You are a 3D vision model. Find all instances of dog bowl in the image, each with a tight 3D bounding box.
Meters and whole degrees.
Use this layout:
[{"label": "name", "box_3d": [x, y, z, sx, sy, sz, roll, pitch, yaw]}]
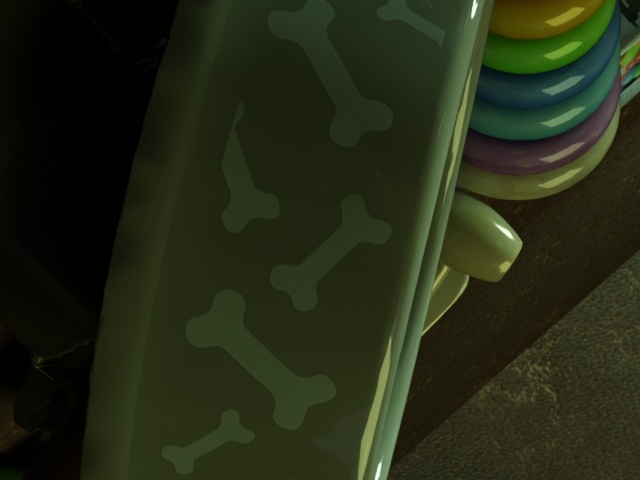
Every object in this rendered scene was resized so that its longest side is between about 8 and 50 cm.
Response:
[{"label": "dog bowl", "box_3d": [0.000, 0.000, 0.646, 0.349, 0.102, 0.349, 12, 90, -85]}]

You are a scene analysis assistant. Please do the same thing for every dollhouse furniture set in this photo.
[{"label": "dollhouse furniture set", "box_3d": [-0.185, 0.079, 0.936, 0.152, 0.058, 0.076, -62, 155, 5]}]

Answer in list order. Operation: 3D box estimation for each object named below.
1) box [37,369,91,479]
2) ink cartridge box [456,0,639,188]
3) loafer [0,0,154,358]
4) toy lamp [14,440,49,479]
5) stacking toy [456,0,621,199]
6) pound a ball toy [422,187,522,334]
[{"label": "box", "box_3d": [-0.120, 0.095, 0.962, 0.164, 0.021, 0.201, -43, -165, 11]}, {"label": "ink cartridge box", "box_3d": [0.232, -0.146, 1.257, 0.311, 0.065, 0.186, -40, 166, 6]}, {"label": "loafer", "box_3d": [-0.107, -0.030, 0.584, 0.134, 0.130, 0.366, -41, 166, 2]}, {"label": "toy lamp", "box_3d": [-0.149, 0.164, 1.177, 0.274, 0.080, 0.080, -28, 161, -44]}, {"label": "stacking toy", "box_3d": [0.121, -0.146, 0.841, 0.141, 0.141, 0.330, -37, 162, -11]}, {"label": "pound a ball toy", "box_3d": [-0.013, 0.053, 1.027, 0.319, 0.136, 0.208, -46, -178, 14]}]
